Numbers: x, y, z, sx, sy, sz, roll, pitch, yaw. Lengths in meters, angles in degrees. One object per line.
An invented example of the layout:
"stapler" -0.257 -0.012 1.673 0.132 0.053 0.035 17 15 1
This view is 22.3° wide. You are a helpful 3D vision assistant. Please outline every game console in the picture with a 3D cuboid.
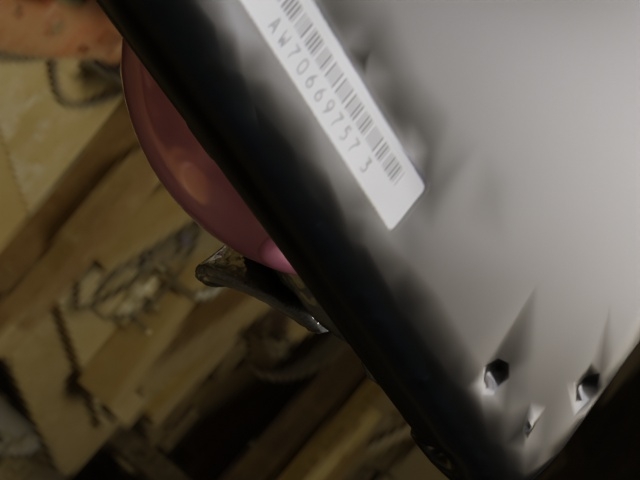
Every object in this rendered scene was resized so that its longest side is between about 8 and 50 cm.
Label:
"game console" 0.070 -0.150 0.479 0.342 0.060 0.386 -51 134 -16

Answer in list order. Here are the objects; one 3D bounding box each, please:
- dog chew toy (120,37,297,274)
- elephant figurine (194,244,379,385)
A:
"dog chew toy" 0.010 -0.156 0.702 0.206 0.332 0.206 -6 163 -2
"elephant figurine" 0.000 0.000 1.088 0.169 0.239 0.186 -32 119 -27
